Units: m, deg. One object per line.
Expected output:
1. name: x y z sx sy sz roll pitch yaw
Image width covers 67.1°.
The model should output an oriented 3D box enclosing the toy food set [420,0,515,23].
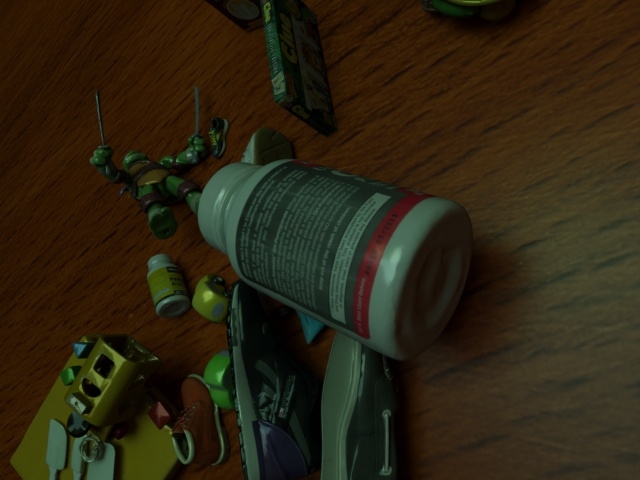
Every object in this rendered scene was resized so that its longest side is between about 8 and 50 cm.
1. toy food set: 0.198 -0.361 0.678 0.128 0.071 0.218 -40 55 -6

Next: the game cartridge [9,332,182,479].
1. game cartridge: -0.402 0.381 0.880 0.285 0.053 0.323 38 104 17

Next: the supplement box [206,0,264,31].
1. supplement box: -0.164 -0.488 0.904 0.104 0.188 0.080 -1 77 37

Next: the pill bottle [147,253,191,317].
1. pill bottle: -0.294 0.084 0.924 0.065 0.065 0.116 -43 56 21

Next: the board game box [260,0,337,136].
1. board game box: -0.039 -0.308 0.793 0.030 0.136 0.259 -24 65 32

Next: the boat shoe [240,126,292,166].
1. boat shoe: -0.101 -0.051 0.800 0.096 0.098 0.276 -31 48 48

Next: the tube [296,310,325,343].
1. tube: 0.031 0.056 0.696 0.207 0.052 0.080 -47 40 23

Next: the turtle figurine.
1. turtle figurine: -0.313 -0.150 0.921 0.266 0.198 0.274 46 111 31

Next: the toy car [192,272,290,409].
1. toy car: -0.151 0.164 0.794 0.239 0.053 0.224 -1 78 41

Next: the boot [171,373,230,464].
1. boot: -0.209 0.289 0.791 0.059 0.085 0.157 -45 53 21

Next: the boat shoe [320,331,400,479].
1. boat shoe: 0.057 0.251 0.606 0.112 0.096 0.334 144 135 -68

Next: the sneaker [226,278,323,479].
1. sneaker: -0.064 0.191 0.689 0.107 0.124 0.283 131 131 -73

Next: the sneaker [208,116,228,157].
1. sneaker: -0.209 -0.206 0.959 0.031 0.035 0.083 -2 76 38

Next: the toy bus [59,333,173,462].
1. toy bus: -0.354 0.251 0.779 0.191 0.104 0.202 -17 77 11

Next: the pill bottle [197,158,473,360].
1. pill bottle: 0.000 0.000 0.583 0.319 0.176 0.176 21 91 36

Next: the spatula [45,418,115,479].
1. spatula: -0.434 0.456 0.855 0.168 0.019 0.241 9 93 20
